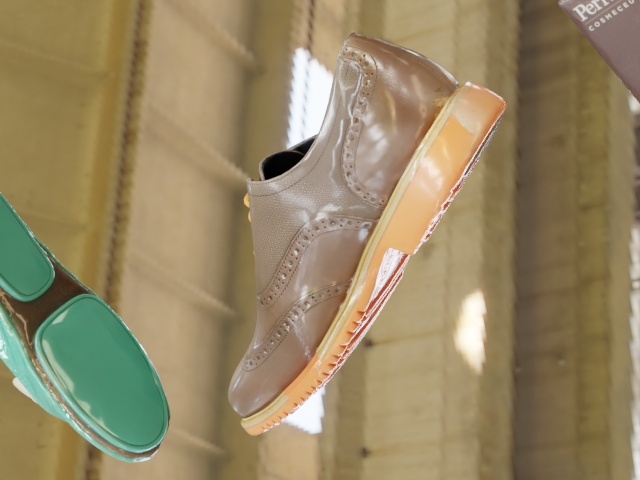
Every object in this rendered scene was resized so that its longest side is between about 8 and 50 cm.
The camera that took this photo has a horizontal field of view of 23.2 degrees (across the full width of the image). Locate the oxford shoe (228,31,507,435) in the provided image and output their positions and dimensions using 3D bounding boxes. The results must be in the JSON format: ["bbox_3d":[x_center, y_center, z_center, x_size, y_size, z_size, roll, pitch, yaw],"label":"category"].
[{"bbox_3d":[0.000,0.000,1.160,0.133,0.363,0.130,33,-146,3],"label":"oxford shoe"}]

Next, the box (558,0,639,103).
[{"bbox_3d":[0.450,-0.184,1.654,0.381,0.191,0.143,48,-145,-10],"label":"box"}]

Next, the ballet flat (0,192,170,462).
[{"bbox_3d":[-0.199,0.056,1.080,0.247,0.087,0.083,51,-129,-2],"label":"ballet flat"}]
